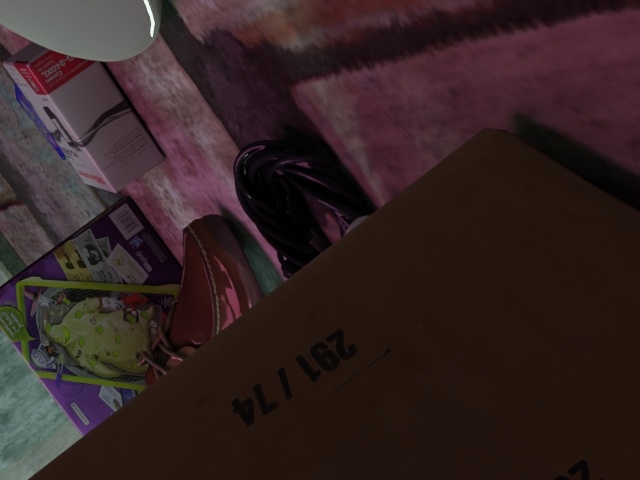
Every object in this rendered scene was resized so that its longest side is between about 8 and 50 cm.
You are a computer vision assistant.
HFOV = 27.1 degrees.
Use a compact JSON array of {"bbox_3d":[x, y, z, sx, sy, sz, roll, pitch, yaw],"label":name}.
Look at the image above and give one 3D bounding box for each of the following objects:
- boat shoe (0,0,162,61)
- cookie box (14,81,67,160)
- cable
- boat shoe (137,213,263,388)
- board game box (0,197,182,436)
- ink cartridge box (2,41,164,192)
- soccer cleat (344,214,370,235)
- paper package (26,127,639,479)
[{"bbox_3d":[-0.228,-0.274,0.905,0.340,0.127,0.158,41,-140,-44],"label":"boat shoe"},{"bbox_3d":[-0.290,-0.145,1.442,0.092,0.040,0.107,51,164,2],"label":"cookie box"},{"bbox_3d":[0.000,0.000,0.955,0.150,0.047,0.184,44,162,25],"label":"cable"},{"bbox_3d":[-0.112,0.124,1.283,0.123,0.116,0.324,-127,29,-51],"label":"boat shoe"},{"bbox_3d":[-0.209,0.147,1.554,0.347,0.208,0.056,56,164,-11],"label":"board game box"},{"bbox_3d":[-0.229,-0.124,1.279,0.150,0.063,0.109,58,163,-21],"label":"ink cartridge box"},{"bbox_3d":[0.075,0.063,0.873,0.076,0.068,0.196,5,133,43],"label":"soccer cleat"},{"bbox_3d":[0.068,0.147,0.573,0.309,0.325,0.168,39,163,43],"label":"paper package"}]
